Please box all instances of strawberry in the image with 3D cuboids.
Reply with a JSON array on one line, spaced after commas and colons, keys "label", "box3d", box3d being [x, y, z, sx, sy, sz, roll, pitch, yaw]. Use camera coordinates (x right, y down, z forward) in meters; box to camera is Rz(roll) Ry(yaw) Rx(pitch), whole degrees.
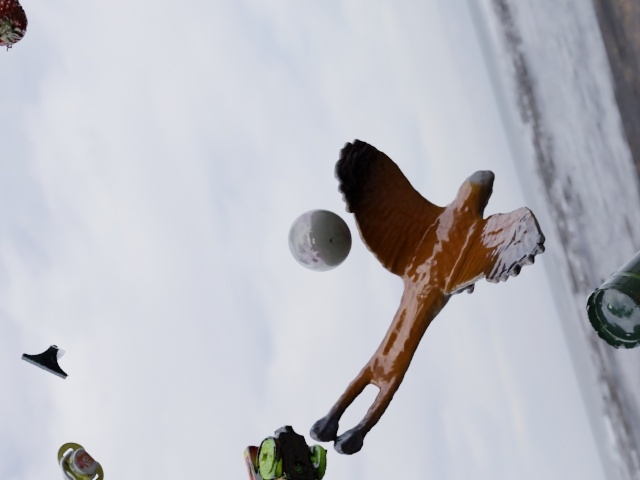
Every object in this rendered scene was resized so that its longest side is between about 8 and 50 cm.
[{"label": "strawberry", "box3d": [-0.409, -0.288, 1.570, 0.073, 0.073, 0.083, 57, -165, -60]}]

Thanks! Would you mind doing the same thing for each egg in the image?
[{"label": "egg", "box3d": [0.000, 0.000, 2.013, 0.135, 0.103, 0.103, 22, -128, -73]}]

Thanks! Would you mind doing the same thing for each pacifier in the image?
[{"label": "pacifier", "box3d": [-0.368, 0.346, 1.847, 0.083, 0.064, 0.068, 45, -143, -2]}]

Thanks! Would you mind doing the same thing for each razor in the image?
[{"label": "razor", "box3d": [-0.365, 0.157, 1.695, 0.033, 0.066, 0.190, -64, 6, -5]}]

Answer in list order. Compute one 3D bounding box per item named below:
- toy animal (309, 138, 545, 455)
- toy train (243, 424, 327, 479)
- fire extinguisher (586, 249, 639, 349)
[{"label": "toy animal", "box3d": [0.118, 0.064, 1.303, 0.302, 0.225, 0.284, -10, -58, -67]}, {"label": "toy train", "box3d": [-0.037, 0.384, 1.616, 0.160, 0.100, 0.296, -61, 30, 32]}, {"label": "fire extinguisher", "box3d": [0.464, 0.035, 1.637, 0.294, 0.093, 0.118, -34, -52, -38]}]
